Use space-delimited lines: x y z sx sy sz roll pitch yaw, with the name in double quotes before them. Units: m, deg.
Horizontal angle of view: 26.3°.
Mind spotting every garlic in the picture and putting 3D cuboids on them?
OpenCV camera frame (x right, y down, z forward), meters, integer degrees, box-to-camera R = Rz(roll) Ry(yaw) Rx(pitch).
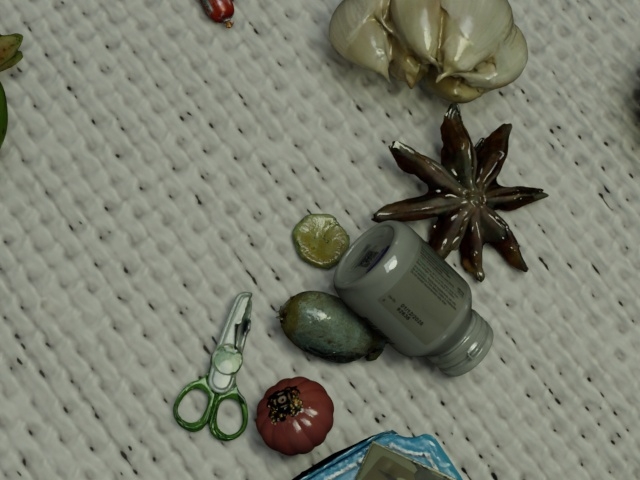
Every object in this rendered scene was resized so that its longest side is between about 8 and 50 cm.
"garlic" 0.166 -0.299 1.954 0.281 0.185 0.203 24 39 -11

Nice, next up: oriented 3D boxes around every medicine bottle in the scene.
"medicine bottle" 0.132 0.085 1.851 0.215 0.135 0.135 43 68 -22

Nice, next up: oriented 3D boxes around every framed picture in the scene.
"framed picture" 0.085 0.355 1.656 0.136 0.010 0.201 24 61 7

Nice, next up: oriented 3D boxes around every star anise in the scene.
"star anise" 0.204 -0.051 1.955 0.288 0.088 0.288 3 82 -19

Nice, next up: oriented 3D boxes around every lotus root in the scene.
"lotus root" 0.018 0.123 1.868 0.165 0.088 0.088 24 69 -14

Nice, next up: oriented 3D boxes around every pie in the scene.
"pie" 0.000 0.000 1.933 0.084 0.020 0.084 4 70 -10

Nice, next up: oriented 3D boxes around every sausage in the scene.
"sausage" -0.166 -0.373 2.008 0.050 0.048 0.145 -25 81 -12

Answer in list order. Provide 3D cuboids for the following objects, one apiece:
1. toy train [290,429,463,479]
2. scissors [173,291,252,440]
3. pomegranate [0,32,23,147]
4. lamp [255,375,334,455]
"toy train" 0.051 0.401 1.734 0.300 0.188 0.265 -28 72 -18
"scissors" -0.129 0.165 1.851 0.101 0.027 0.204 17 72 -8
"pomegranate" -0.503 -0.198 1.804 0.236 0.236 0.302 33 57 0
"lamp" -0.034 0.232 1.813 0.107 0.092 0.107 -12 52 15
